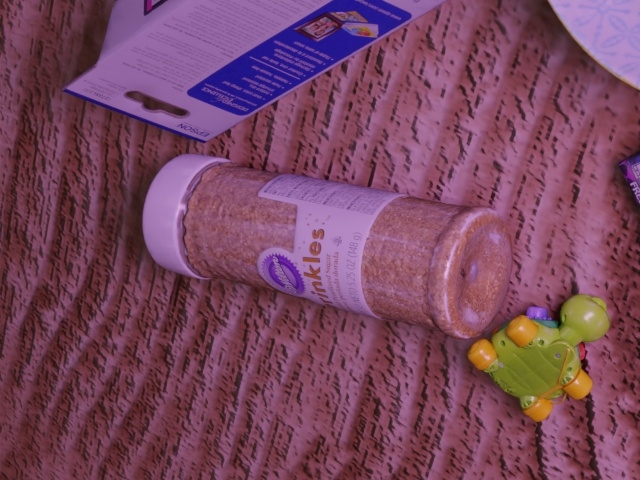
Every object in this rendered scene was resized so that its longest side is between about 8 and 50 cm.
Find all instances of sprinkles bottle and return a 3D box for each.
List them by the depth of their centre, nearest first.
[{"bbox_3d":[0.000,0.000,1.457,0.355,0.121,0.121,11,113,35],"label":"sprinkles bottle"}]

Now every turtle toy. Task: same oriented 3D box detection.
[{"bbox_3d":[0.198,0.093,1.366,0.095,0.066,0.130,44,129,-12],"label":"turtle toy"}]

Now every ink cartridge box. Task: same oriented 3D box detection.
[{"bbox_3d":[-0.055,-0.201,1.391,0.371,0.175,0.069,-28,55,40],"label":"ink cartridge box"}]

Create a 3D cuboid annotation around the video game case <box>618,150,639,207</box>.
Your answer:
[{"bbox_3d":[0.358,0.004,1.197,0.210,0.041,0.232,-28,88,53],"label":"video game case"}]

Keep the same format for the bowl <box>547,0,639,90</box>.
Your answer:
[{"bbox_3d":[0.301,-0.250,1.100,0.289,0.156,0.290,14,114,34],"label":"bowl"}]
